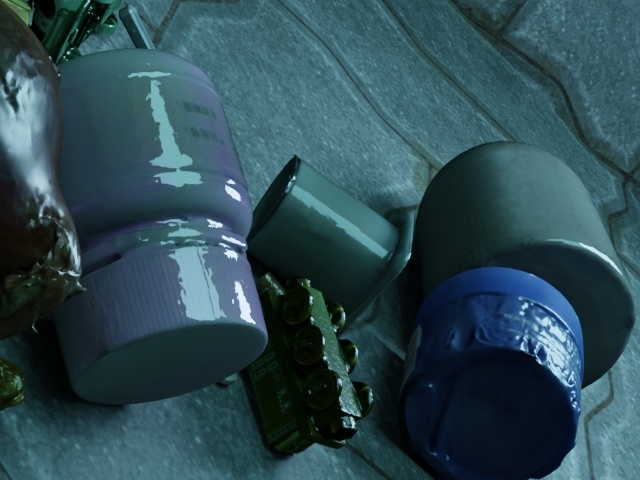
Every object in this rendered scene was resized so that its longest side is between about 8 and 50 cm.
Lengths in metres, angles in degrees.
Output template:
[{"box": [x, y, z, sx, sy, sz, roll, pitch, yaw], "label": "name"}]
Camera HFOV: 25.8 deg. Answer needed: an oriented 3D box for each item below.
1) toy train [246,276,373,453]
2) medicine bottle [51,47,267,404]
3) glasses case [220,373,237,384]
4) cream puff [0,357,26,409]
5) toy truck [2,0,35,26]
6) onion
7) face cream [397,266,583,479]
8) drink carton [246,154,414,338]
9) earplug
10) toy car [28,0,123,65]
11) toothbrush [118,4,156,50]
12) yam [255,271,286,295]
[{"box": [-0.026, 0.156, 1.686, 0.090, 0.137, 0.225, 27, 36, -47], "label": "toy train"}, {"box": [-0.197, -0.011, 1.492, 0.256, 0.256, 0.325, 13, 54, -52], "label": "medicine bottle"}, {"box": [-0.127, 0.136, 1.678, 0.032, 0.021, 0.083, 5, 49, -58], "label": "glasses case"}, {"box": [-0.323, 0.134, 1.325, 0.083, 0.083, 0.058, 41, 68, -41], "label": "cream puff"}, {"box": [-0.463, -0.292, 1.632, 0.272, 0.124, 0.157, 33, 39, -38], "label": "toy truck"}, {"box": [-0.377, -0.076, 1.206, 0.353, 0.353, 0.353, 38, 27, -23], "label": "onion"}, {"box": [0.238, 0.194, 1.927, 0.249, 0.249, 0.225, 42, 28, -14], "label": "face cream"}, {"box": [0.000, 0.000, 1.929, 0.189, 0.185, 0.191, 31, 29, -10], "label": "drink carton"}, {"box": [0.299, 0.024, 2.219, 0.312, 0.312, 0.394, 37, 24, -25], "label": "earplug"}, {"box": [-0.331, -0.339, 1.905, 0.125, 0.136, 0.306, 31, 28, -4], "label": "toy car"}, {"box": [-0.188, -0.167, 1.917, 0.342, 0.025, 0.030, 62, 17, -6], "label": "toothbrush"}, {"box": [-0.035, 0.106, 1.863, 0.145, 0.032, 0.032, 52, 25, 6], "label": "yam"}]
